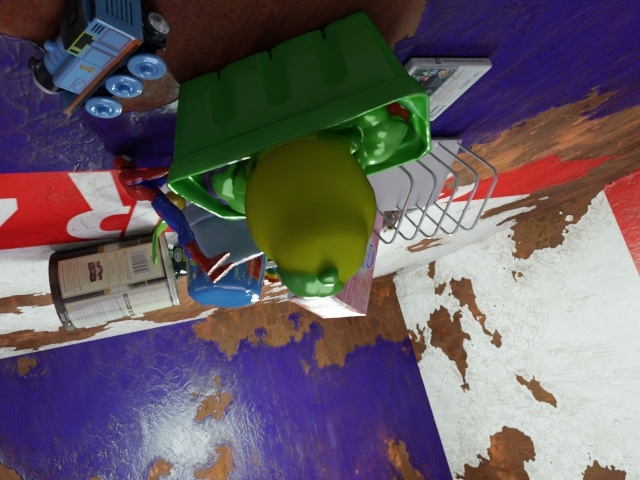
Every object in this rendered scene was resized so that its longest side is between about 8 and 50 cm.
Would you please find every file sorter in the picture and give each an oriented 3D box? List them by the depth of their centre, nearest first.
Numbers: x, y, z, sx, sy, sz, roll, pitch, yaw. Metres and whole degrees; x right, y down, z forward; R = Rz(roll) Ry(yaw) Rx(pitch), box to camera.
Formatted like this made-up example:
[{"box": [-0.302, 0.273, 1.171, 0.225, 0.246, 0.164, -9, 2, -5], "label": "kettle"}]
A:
[{"box": [0.242, -0.116, 1.145, 0.277, 0.173, 0.193, -8, 130, -31], "label": "file sorter"}]

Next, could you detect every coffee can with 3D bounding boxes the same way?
[{"box": [-0.525, 0.103, 1.272, 0.275, 0.202, 0.201, -12, 167, -15], "label": "coffee can"}]

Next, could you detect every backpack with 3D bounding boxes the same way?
[{"box": [-0.473, 0.084, 1.517, 0.114, 0.084, 0.105, -22, 167, 13], "label": "backpack"}]

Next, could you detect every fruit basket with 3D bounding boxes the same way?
[{"box": [-0.013, -0.090, 0.700, 0.391, 0.393, 0.283, -18, 167, 10], "label": "fruit basket"}]

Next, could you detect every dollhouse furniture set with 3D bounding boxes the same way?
[{"box": [-0.126, -0.030, 0.990, 0.303, 0.287, 0.198, -22, 171, -27], "label": "dollhouse furniture set"}]

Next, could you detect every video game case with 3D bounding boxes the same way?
[{"box": [0.193, -0.277, 0.918, 0.173, 0.022, 0.190, -10, 167, -25], "label": "video game case"}]

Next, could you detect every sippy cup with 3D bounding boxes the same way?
[{"box": [-0.223, 0.034, 1.165, 0.305, 0.224, 0.240, -9, 154, 17], "label": "sippy cup"}]

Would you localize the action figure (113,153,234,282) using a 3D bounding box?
[{"box": [-0.234, -0.074, 0.840, 0.139, 0.280, 0.091, -45, 169, -18], "label": "action figure"}]

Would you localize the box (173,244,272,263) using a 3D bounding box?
[{"box": [-0.272, 0.039, 1.481, 0.216, 0.060, 0.270, -1, 180, 41], "label": "box"}]

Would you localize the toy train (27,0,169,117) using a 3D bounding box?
[{"box": [-0.253, -0.210, 0.558, 0.184, 0.080, 0.105, -22, 157, 35], "label": "toy train"}]

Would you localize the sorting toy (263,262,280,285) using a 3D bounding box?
[{"box": [-0.228, 0.109, 1.712, 0.255, 0.090, 0.257, -7, -176, -39], "label": "sorting toy"}]

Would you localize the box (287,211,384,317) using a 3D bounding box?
[{"box": [0.045, 0.031, 1.245, 0.154, 0.300, 0.142, -13, 145, 43], "label": "box"}]

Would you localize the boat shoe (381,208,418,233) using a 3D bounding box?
[{"box": [0.194, -0.066, 1.641, 0.324, 0.097, 0.116, -18, 167, 9], "label": "boat shoe"}]
